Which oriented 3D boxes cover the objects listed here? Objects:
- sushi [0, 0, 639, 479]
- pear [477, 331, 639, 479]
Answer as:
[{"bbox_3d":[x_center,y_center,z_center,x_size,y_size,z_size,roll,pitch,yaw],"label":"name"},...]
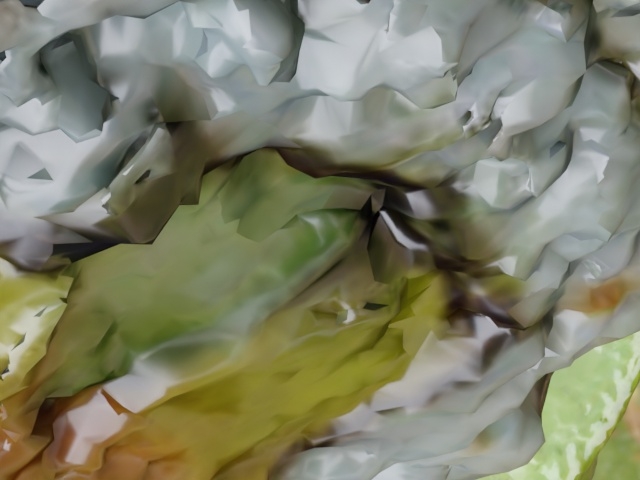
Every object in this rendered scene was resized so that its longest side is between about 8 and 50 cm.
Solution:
[{"bbox_3d":[-0.088,0.004,0.438,0.176,0.417,0.417,56,161,24],"label":"sushi"},{"bbox_3d":[0.000,0.000,0.750,0.282,0.286,0.176,38,-167,-16],"label":"pear"}]
